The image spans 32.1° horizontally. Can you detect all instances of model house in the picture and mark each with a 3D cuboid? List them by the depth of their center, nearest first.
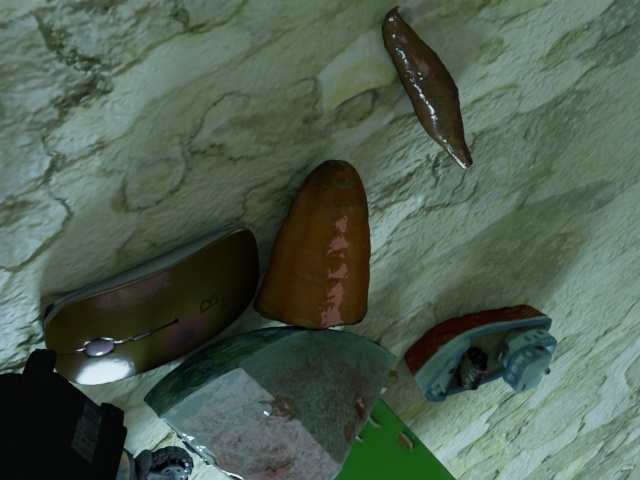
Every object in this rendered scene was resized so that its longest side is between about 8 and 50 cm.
[{"bbox_3d":[0.192,0.486,1.932,0.242,0.357,0.313,-54,139,6],"label":"model house"}]

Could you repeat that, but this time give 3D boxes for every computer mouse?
[{"bbox_3d":[-0.208,0.086,1.447,0.310,0.072,0.158,-25,135,-24],"label":"computer mouse"}]

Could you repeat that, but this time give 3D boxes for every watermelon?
[{"bbox_3d":[-0.071,0.250,1.525,0.387,0.258,0.228,-7,169,-41],"label":"watermelon"}]

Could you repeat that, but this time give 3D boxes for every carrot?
[{"bbox_3d":[0.000,0.000,1.515,0.159,0.159,0.225,-8,114,-38],"label":"carrot"}]

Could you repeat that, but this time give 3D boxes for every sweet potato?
[{"bbox_3d":[0.151,-0.214,1.520,0.072,0.066,0.314,-45,140,-13],"label":"sweet potato"}]

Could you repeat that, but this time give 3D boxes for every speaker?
[{"bbox_3d":[-0.377,0.277,1.267,0.232,0.254,0.184,-5,145,20],"label":"speaker"}]

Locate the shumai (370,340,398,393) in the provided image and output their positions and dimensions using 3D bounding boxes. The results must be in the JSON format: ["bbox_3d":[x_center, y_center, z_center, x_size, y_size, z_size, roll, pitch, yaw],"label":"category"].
[{"bbox_3d":[0.056,0.232,1.809,0.139,0.105,0.123,0,130,-12],"label":"shumai"}]

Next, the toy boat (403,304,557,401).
[{"bbox_3d":[0.291,0.216,1.969,0.332,0.133,0.145,-10,130,-37],"label":"toy boat"}]

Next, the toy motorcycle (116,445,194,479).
[{"bbox_3d":[-0.323,0.397,1.592,0.307,0.108,0.173,-48,133,3],"label":"toy motorcycle"}]
